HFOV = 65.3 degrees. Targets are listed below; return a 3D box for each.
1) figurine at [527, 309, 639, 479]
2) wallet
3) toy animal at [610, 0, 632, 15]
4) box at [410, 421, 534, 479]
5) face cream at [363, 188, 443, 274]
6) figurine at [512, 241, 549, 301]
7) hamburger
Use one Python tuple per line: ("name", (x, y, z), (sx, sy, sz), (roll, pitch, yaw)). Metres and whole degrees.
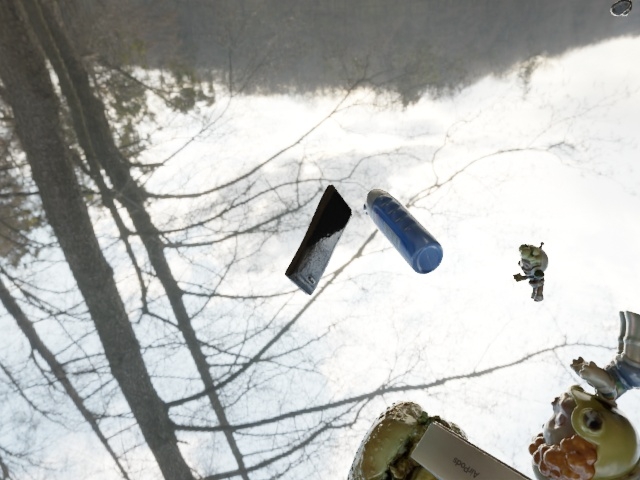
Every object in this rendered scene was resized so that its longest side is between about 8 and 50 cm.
("figurine", (0.550, 0.324, 0.940), (0.205, 0.381, 0.224), (23, -166, 17))
("wallet", (0.001, 0.000, 1.160), (0.025, 0.124, 0.244), (14, -112, 36))
("toy animal", (0.253, -0.313, 0.449), (0.214, 0.186, 0.094), (9, 163, -38))
("box", (0.184, 0.267, 0.529), (0.051, 0.129, 0.130), (-53, -149, -15))
("face cream", (0.186, -0.033, 1.190), (0.083, 0.149, 0.264), (-32, -134, -3))
("figurine", (0.674, 0.099, 1.592), (0.094, 0.197, 0.147), (-2, -165, -3))
("hamburger", (0.112, 0.326, 0.728), (0.122, 0.215, 0.189), (35, -108, 18))
